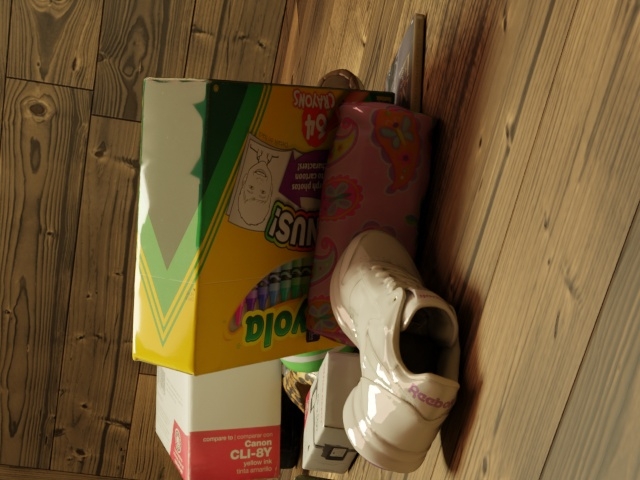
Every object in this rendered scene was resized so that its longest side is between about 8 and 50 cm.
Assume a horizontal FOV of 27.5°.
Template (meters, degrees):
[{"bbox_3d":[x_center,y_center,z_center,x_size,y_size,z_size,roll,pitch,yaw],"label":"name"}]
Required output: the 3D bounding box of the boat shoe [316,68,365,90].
[{"bbox_3d":[0.055,-0.109,1.814,0.095,0.095,0.257,37,-134,-58],"label":"boat shoe"}]

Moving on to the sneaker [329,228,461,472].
[{"bbox_3d":[0.090,0.081,1.310,0.305,0.114,0.152,-97,30,-48],"label":"sneaker"}]

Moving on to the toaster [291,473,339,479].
[{"bbox_3d":[-0.008,0.383,1.582,0.185,0.110,0.168,119,159,-67],"label":"toaster"}]

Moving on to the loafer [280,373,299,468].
[{"bbox_3d":[-0.080,0.309,2.285,0.223,0.078,0.076,-94,15,-57],"label":"loafer"}]

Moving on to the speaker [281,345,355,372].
[{"bbox_3d":[-0.040,0.027,1.755,0.131,0.131,0.296,-98,-9,-63],"label":"speaker"}]

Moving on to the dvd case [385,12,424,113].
[{"bbox_3d":[0.102,-0.155,1.685,0.164,0.018,0.221,115,161,-64],"label":"dvd case"}]

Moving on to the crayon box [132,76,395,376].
[{"bbox_3d":[-0.055,-0.025,1.529,0.363,0.106,0.313,-5,-80,-54],"label":"crayon box"}]

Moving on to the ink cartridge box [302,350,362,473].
[{"bbox_3d":[0.021,0.225,1.707,0.150,0.063,0.109,110,166,-57],"label":"ink cartridge box"}]

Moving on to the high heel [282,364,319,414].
[{"bbox_3d":[0.004,0.215,1.916,0.261,0.093,0.186,-138,30,-64],"label":"high heel"}]

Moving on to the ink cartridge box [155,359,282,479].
[{"bbox_3d":[-0.167,0.166,2.127,0.279,0.160,0.384,-147,56,-71],"label":"ink cartridge box"}]

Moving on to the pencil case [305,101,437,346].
[{"bbox_3d":[0.058,-0.016,1.501,0.124,0.124,0.284,-162,79,-82],"label":"pencil case"}]
